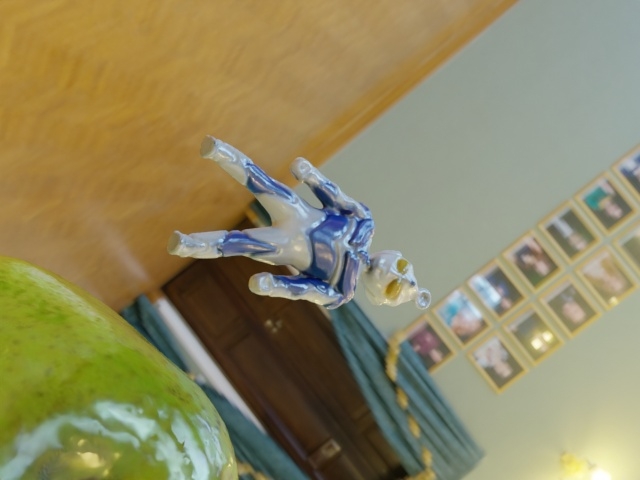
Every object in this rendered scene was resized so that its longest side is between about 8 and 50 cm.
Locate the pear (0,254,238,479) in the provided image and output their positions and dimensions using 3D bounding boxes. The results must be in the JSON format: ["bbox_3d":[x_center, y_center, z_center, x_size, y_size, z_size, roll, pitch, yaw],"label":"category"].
[{"bbox_3d":[-0.201,0.152,0.775,0.238,0.318,0.342,-59,138,-18],"label":"pear"}]

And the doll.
[{"bbox_3d":[0.000,0.000,0.803,0.057,0.227,0.114,-9,-119,58],"label":"doll"}]
